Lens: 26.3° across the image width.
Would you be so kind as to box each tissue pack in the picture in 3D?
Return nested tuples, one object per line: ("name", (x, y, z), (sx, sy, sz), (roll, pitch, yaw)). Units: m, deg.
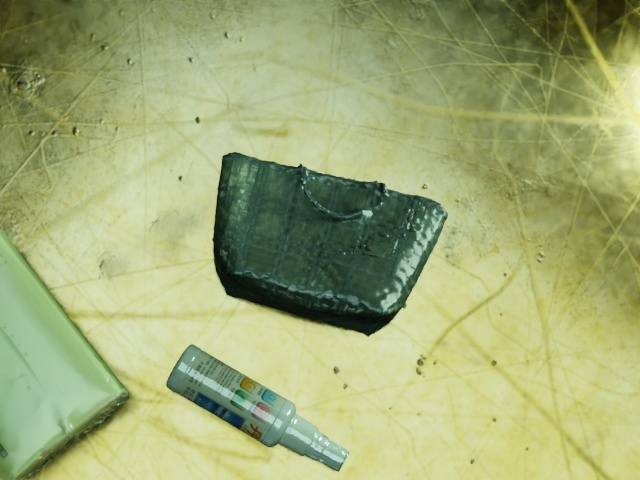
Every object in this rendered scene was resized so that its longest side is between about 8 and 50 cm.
("tissue pack", (-0.339, 0.129, 1.491), (0.159, 0.125, 0.234), (-38, 85, -8))

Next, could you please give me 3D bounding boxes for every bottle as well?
("bottle", (-0.067, 0.192, 1.527), (0.217, 0.060, 0.060), (29, 80, 3))

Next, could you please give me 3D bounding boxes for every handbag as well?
("handbag", (0.000, 0.000, 1.559), (0.270, 0.089, 0.175), (15, 72, -1))
